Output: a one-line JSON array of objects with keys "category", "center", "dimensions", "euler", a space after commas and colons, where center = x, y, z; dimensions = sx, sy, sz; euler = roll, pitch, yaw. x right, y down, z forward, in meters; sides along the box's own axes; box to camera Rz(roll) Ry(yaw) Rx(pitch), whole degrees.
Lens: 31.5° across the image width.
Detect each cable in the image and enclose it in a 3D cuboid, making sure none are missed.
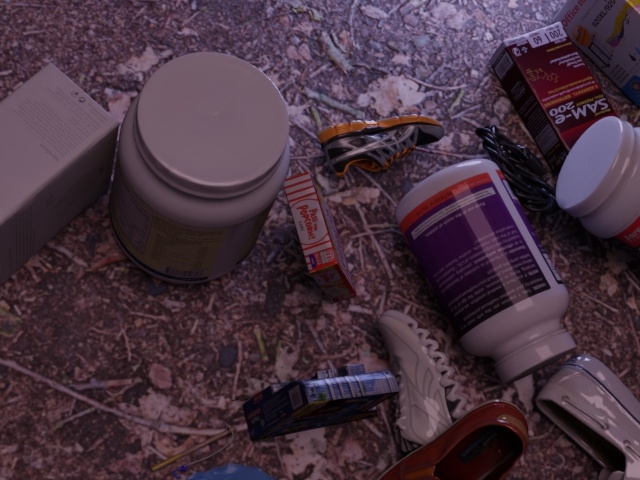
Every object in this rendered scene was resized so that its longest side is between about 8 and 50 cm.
[{"category": "cable", "center": [0.314, -0.114, 1.842], "dimensions": [0.184, 0.047, 0.150], "euler": [42, 29, -18]}]

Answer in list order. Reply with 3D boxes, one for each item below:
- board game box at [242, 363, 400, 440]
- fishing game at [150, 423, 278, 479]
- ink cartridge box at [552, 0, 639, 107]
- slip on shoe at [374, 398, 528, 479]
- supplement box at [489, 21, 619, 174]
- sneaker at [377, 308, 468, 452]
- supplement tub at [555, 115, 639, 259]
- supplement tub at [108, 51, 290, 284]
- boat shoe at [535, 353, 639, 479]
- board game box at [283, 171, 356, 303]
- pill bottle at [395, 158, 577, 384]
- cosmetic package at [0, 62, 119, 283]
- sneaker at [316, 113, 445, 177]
[{"category": "board game box", "center": [0.019, 0.222, 1.613], "dimensions": [0.194, 0.194, 0.060], "euler": [-4, 69, -31]}, {"category": "fishing game", "center": [-0.124, 0.399, 1.562], "dimensions": [0.189, 0.041, 0.264], "euler": [-28, 68, -24]}, {"category": "ink cartridge box", "center": [0.569, -0.395, 2.003], "dimensions": [0.168, 0.171, 0.232], "euler": [-39, 81, -25]}, {"category": "slip on shoe", "center": [0.157, 0.350, 1.569], "dimensions": [0.331, 0.101, 0.123], "euler": [-42, 93, 2]}, {"category": "supplement box", "center": [0.408, -0.246, 1.954], "dimensions": [0.130, 0.073, 0.239], "euler": [-22, 75, -22]}, {"category": "sneaker", "center": [0.150, 0.238, 1.664], "dimensions": [0.118, 0.110, 0.292], "euler": [-26, 80, -10]}, {"category": "supplement tub", "center": [0.537, -0.063, 1.820], "dimensions": [0.272, 0.191, 0.191], "euler": [27, 63, -14]}, {"category": "supplement tub", "center": [-0.173, -0.096, 1.600], "dimensions": [0.235, 0.325, 0.235], "euler": [5, 66, -12]}, {"category": "boat shoe", "center": [0.459, 0.346, 1.680], "dimensions": [0.156, 0.136, 0.367], "euler": [-36, 77, -25]}, {"category": "board game box", "center": [0.000, 0.000, 1.677], "dimensions": [0.045, 0.193, 0.147], "euler": [-18, 72, 5]}, {"category": "pill bottle", "center": [0.257, 0.049, 1.728], "dimensions": [0.181, 0.181, 0.323], "euler": [-20, 74, -21]}, {"category": "cosmetic package", "center": [-0.416, -0.090, 1.592], "dimensions": [0.138, 0.224, 0.224], "euler": [41, 64, 4]}, {"category": "sneaker", "center": [0.101, -0.154, 1.839], "dimensions": [0.215, 0.084, 0.083], "euler": [-9, 83, -14]}]
